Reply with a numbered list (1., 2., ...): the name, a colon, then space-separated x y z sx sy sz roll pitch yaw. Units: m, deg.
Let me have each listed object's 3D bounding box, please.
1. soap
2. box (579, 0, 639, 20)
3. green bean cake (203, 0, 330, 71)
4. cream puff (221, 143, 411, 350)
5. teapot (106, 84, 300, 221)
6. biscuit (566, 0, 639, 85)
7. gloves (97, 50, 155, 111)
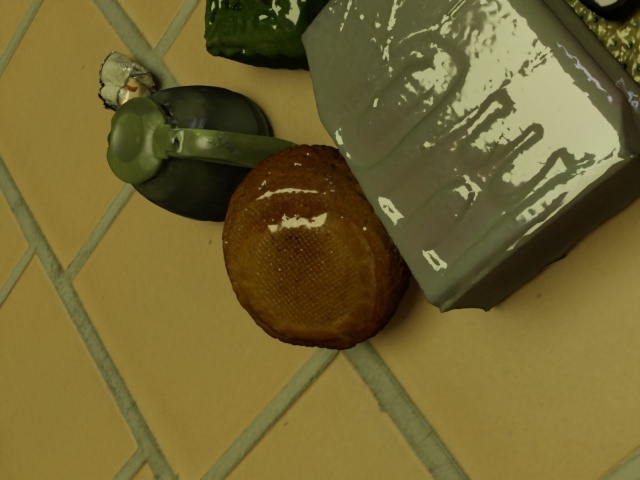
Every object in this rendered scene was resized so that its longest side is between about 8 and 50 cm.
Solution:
1. soap: 0.193 -0.169 1.067 0.350 0.213 0.435 -41 69 32
2. box: 0.385 -0.468 1.056 0.289 0.073 0.290 -46 60 22
3. green bean cake: -0.066 -0.414 1.343 0.246 0.156 0.250 11 94 38
4. cream puff: 0.000 0.000 1.219 0.303 0.212 0.303 8 117 15
5. teapot: -0.213 -0.133 1.381 0.321 0.239 0.240 39 111 31
6. biscuit: 0.349 -0.286 1.109 0.231 0.016 0.139 17 97 36
7. gloves: -0.392 -0.309 1.632 0.153 0.070 0.114 33 113 34
